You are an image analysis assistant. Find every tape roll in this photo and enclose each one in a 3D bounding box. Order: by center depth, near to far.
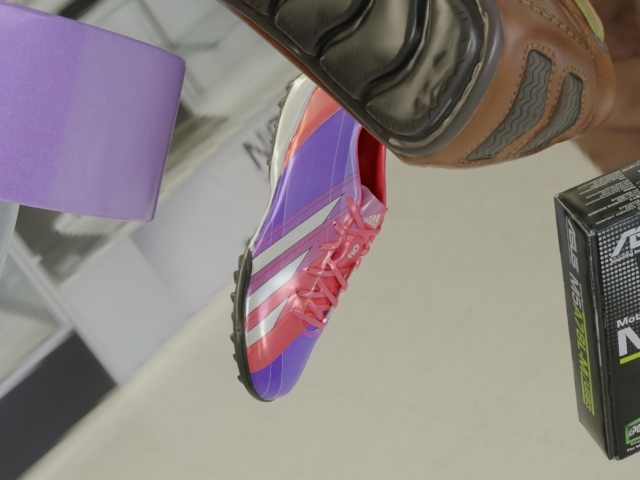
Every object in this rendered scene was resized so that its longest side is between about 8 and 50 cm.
[{"bbox_3d":[-0.211,-0.080,0.755,0.275,0.275,0.090,15,92,59],"label":"tape roll"}]

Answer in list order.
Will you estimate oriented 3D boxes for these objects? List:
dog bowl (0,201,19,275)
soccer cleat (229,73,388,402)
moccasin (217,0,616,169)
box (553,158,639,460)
[{"bbox_3d":[-0.294,0.016,1.003,0.265,0.104,0.265,-163,90,-89],"label":"dog bowl"},{"bbox_3d":[0.000,0.000,1.379,0.116,0.108,0.318,10,84,25],"label":"soccer cleat"},{"bbox_3d":[0.008,-0.179,0.768,0.380,0.147,0.139,42,118,34],"label":"moccasin"},{"bbox_3d":[0.228,0.017,0.817,0.191,0.184,0.045,-22,43,-10],"label":"box"}]
